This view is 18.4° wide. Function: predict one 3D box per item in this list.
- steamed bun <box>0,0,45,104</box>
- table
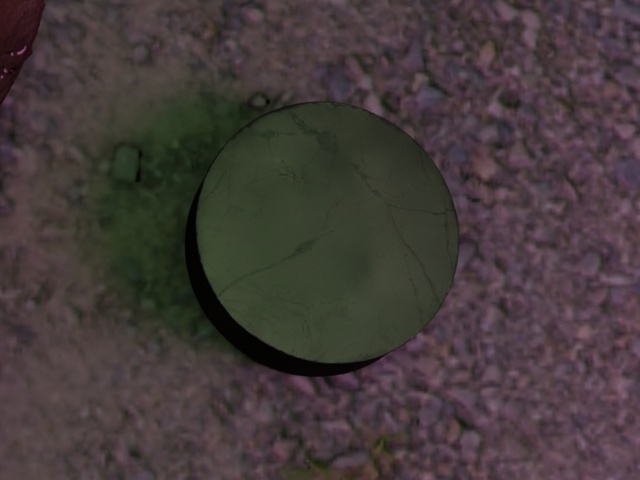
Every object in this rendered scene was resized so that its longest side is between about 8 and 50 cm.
[{"bbox_3d":[-0.201,-0.112,0.911,0.145,0.175,0.106,40,50,4],"label":"steamed bun"},{"bbox_3d":[0.000,0.000,0.992,0.133,0.043,0.133,3,76,-13],"label":"table"}]
